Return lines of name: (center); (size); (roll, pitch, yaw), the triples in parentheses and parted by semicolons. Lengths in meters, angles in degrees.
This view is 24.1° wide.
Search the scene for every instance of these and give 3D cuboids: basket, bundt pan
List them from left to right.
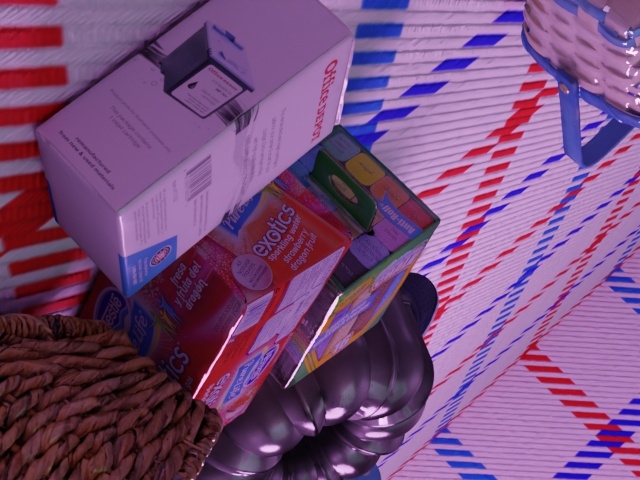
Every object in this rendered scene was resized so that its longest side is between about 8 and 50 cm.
basket: (-0.242, 0.185, 1.083); (0.299, 0.223, 0.213); (-53, -177, 23)
bundt pan: (-0.024, 0.181, 1.546); (0.331, 0.124, 0.331); (-24, 153, -13)
basket: (0.315, -0.211, 1.416); (0.255, 0.201, 0.289); (-45, 156, -4)

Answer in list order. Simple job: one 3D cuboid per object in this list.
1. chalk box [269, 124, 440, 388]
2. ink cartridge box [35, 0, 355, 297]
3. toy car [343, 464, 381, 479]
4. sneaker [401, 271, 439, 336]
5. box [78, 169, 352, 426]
chalk box: (0.000, 0.000, 1.272); (0.132, 0.132, 0.213); (-34, 163, -36)
ink cartridge box: (-0.078, -0.070, 0.955); (0.190, 0.082, 0.139); (-41, 166, -19)
toy car: (-0.096, 0.278, 1.775); (0.238, 0.210, 0.219); (16, 127, -39)
sneaker: (0.058, 0.094, 1.771); (0.282, 0.099, 0.153); (-31, 163, -34)
box: (-0.098, 0.057, 1.171); (0.128, 0.122, 0.257); (-31, 161, -42)
